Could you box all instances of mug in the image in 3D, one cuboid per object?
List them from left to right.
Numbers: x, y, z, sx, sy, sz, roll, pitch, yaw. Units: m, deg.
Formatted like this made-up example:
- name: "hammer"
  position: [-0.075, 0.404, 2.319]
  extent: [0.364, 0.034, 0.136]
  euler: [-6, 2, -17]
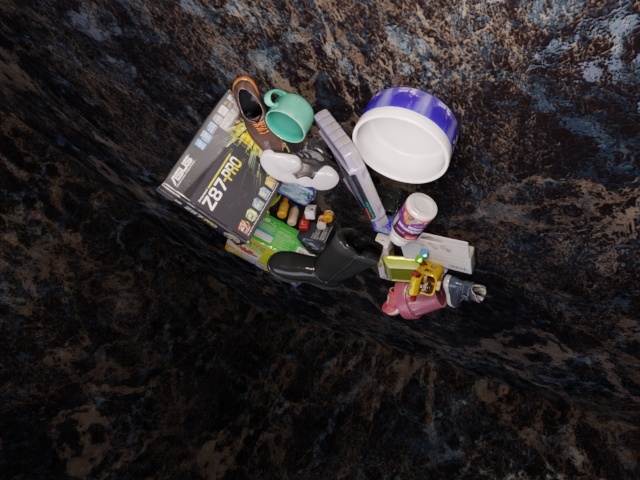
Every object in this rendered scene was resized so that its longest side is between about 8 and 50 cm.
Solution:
- name: "mug"
  position: [-0.085, -0.376, 1.320]
  extent: [0.129, 0.097, 0.158]
  euler: [21, 157, 14]

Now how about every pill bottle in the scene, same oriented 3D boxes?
- name: "pill bottle"
  position: [0.305, -0.063, 1.524]
  extent: [0.108, 0.108, 0.193]
  euler: [26, 144, 1]

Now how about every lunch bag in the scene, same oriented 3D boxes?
- name: "lunch bag"
  position: [-0.111, -0.226, 1.695]
  extent: [0.219, 0.090, 0.176]
  euler: [30, 160, -6]

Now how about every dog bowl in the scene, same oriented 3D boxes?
- name: "dog bowl"
  position: [0.226, -0.274, 1.201]
  extent: [0.265, 0.104, 0.265]
  euler: [22, 158, 9]

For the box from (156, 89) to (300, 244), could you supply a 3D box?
- name: "box"
  position: [-0.281, -0.232, 1.459]
  extent: [0.318, 0.395, 0.097]
  euler: [37, 157, -22]

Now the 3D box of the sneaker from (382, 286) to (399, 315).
- name: "sneaker"
  position: [0.391, 0.286, 2.289]
  extent: [0.136, 0.116, 0.314]
  euler: [40, 149, -8]

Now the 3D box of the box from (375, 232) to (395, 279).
- name: "box"
  position: [0.285, 0.077, 1.964]
  extent: [0.067, 0.063, 0.324]
  euler: [17, 156, 21]

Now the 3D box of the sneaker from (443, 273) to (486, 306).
- name: "sneaker"
  position: [0.624, 0.239, 1.925]
  extent: [0.163, 0.086, 0.226]
  euler: [13, 154, 34]

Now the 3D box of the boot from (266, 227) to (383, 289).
- name: "boot"
  position: [0.004, 0.073, 1.902]
  extent: [0.367, 0.146, 0.445]
  euler: [13, 158, -18]

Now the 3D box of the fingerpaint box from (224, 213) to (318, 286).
- name: "fingerpaint box"
  position: [-0.242, 0.033, 2.304]
  extent: [0.444, 0.163, 0.371]
  euler: [29, 157, -6]

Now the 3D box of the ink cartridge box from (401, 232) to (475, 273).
- name: "ink cartridge box"
  position: [0.430, 0.017, 1.684]
  extent: [0.275, 0.060, 0.239]
  euler: [14, 154, 28]

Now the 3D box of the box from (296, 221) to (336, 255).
- name: "box"
  position: [0.000, 0.000, 2.065]
  extent: [0.158, 0.093, 0.156]
  euler: [13, 154, 32]

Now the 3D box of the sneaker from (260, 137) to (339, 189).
- name: "sneaker"
  position: [-0.069, -0.260, 1.436]
  extent: [0.268, 0.153, 0.101]
  euler: [14, 141, -27]

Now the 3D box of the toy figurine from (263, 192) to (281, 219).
- name: "toy figurine"
  position: [-0.343, -0.185, 1.918]
  extent: [0.217, 0.191, 0.362]
  euler: [40, 153, -20]

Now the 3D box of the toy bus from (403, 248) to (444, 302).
- name: "toy bus"
  position: [0.399, 0.154, 1.688]
  extent: [0.104, 0.202, 0.191]
  euler: [16, 161, 23]

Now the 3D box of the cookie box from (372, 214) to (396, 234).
- name: "cookie box"
  position: [0.245, -0.068, 1.715]
  extent: [0.091, 0.040, 0.107]
  euler: [16, 156, 24]

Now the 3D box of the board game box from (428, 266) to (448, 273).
- name: "board game box"
  position: [0.483, 0.115, 1.892]
  extent: [0.090, 0.020, 0.090]
  euler: [22, 158, 9]

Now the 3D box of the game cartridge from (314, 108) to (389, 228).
- name: "game cartridge"
  position: [0.099, -0.206, 1.381]
  extent: [0.355, 0.068, 0.230]
  euler: [56, -172, -50]

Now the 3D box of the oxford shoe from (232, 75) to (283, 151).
- name: "oxford shoe"
  position: [-0.192, -0.357, 1.377]
  extent: [0.097, 0.098, 0.271]
  euler: [-24, 125, 8]

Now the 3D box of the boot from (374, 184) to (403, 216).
- name: "boot"
  position: [0.215, -0.134, 1.526]
  extent: [0.121, 0.099, 0.045]
  euler: [15, 154, 24]

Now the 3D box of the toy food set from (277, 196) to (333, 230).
- name: "toy food set"
  position: [-0.056, -0.116, 1.908]
  extent: [0.232, 0.104, 0.111]
  euler: [2, 138, 11]

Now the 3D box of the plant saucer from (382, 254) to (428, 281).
- name: "plant saucer"
  position: [0.359, 0.129, 1.906]
  extent: [0.188, 0.045, 0.188]
  euler: [3, 151, 15]

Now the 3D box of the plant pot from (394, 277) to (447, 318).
- name: "plant pot"
  position: [0.454, 0.244, 2.009]
  extent: [0.180, 0.201, 0.201]
  euler: [-15, 136, 36]
